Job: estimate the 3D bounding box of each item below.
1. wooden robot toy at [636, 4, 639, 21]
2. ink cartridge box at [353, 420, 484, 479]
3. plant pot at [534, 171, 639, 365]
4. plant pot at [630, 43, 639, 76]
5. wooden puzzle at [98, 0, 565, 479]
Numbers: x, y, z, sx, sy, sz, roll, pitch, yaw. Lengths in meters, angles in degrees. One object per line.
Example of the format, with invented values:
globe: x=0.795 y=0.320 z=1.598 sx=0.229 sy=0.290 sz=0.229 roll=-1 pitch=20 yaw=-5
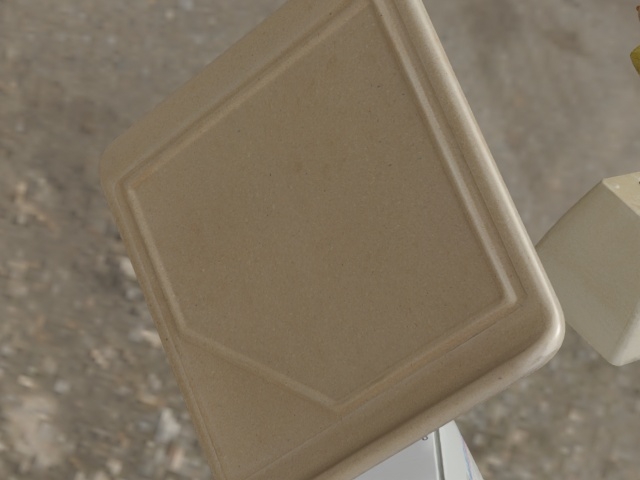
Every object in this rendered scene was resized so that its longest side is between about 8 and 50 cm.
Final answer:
wooden robot toy: x=0.279 y=-0.210 z=1.661 sx=0.173 sy=0.076 sz=0.079 roll=-29 pitch=127 yaw=-56
ink cartridge box: x=0.045 y=0.200 z=1.324 sx=0.176 sy=0.128 sz=0.127 roll=62 pitch=18 yaw=-45
plant pot: x=0.226 y=0.010 z=1.414 sx=0.109 sy=0.109 sz=0.096 roll=-12 pitch=136 yaw=-42
plant pot: x=0.299 y=-0.128 z=1.480 sx=0.081 sy=0.083 sz=0.081 roll=-41 pitch=114 yaw=-16
wooden puzzle: x=0.000 y=0.000 z=0.973 sx=0.044 sy=0.221 sz=0.239 roll=8 pitch=55 yaw=-49
